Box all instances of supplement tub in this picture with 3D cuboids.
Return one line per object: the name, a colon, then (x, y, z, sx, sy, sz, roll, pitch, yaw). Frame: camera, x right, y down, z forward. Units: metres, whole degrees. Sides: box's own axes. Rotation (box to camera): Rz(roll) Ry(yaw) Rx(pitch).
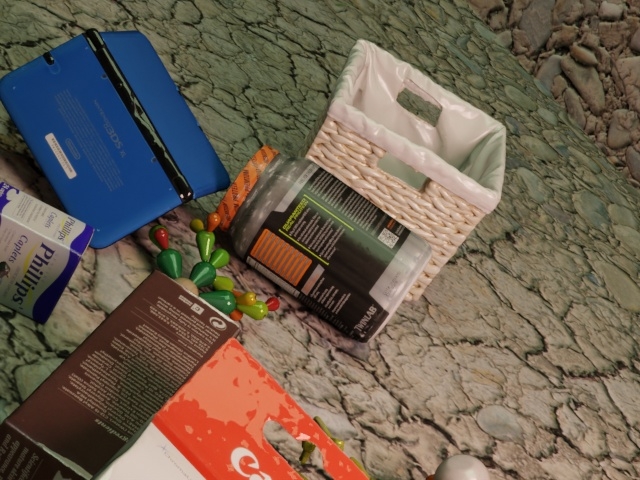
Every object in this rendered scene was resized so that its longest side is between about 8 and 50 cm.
supplement tub: (0.000, 0.000, 2.032, 0.316, 0.194, 0.193, 36, 29, 2)

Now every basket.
basket: (0.122, -0.128, 2.277, 0.328, 0.266, 0.331, 31, 29, -6)

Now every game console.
game console: (-0.305, -0.157, 1.959, 0.293, 0.250, 0.173, 59, -9, 3)

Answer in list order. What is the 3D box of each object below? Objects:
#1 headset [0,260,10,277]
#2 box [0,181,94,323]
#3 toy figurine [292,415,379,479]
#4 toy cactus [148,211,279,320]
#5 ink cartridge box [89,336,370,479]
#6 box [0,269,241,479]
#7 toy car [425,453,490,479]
headset: (-0.515, -0.019, 1.526, 0.394, 0.185, 0.243, 35, 31, 30)
box: (-0.385, 0.017, 1.678, 0.137, 0.126, 0.072, 27, 28, -11)
toy figurine: (-0.006, 0.392, 1.447, 0.217, 0.191, 0.362, -12, 52, -47)
toy cactus: (-0.174, 0.057, 1.881, 0.219, 0.112, 0.180, 44, 39, 1)
ink cartridge box: (-0.076, 0.301, 1.252, 0.308, 0.091, 0.385, 47, 50, -3)
box: (-0.247, 0.208, 1.466, 0.143, 0.191, 0.381, 34, 27, 0)
toy car: (0.150, 0.374, 1.694, 0.136, 0.159, 0.182, 2, 25, 15)
